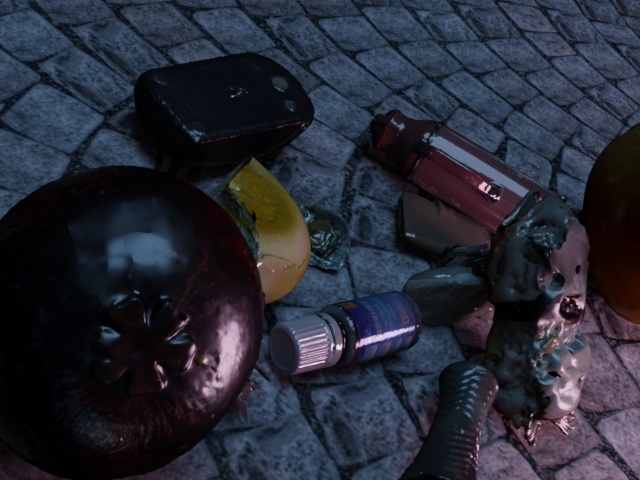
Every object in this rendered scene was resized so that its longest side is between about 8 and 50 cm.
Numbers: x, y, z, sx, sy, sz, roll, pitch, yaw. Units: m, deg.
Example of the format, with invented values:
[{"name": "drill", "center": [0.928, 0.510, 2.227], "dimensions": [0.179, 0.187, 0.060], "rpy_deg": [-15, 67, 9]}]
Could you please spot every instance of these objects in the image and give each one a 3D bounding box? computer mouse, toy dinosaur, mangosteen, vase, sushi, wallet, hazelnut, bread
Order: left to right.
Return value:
[{"name": "mangosteen", "center": [-0.210, 0.078, 1.038], "dimensions": [0.330, 0.330, 0.330], "rpy_deg": [17, 40, -15]}, {"name": "toy dinosaur", "center": [-0.121, 0.136, 1.229], "dimensions": [0.108, 0.032, 0.220], "rpy_deg": [6, 41, -25]}, {"name": "computer mouse", "center": [-0.143, -0.186, 1.522], "dimensions": [0.269, 0.100, 0.170], "rpy_deg": [-16, 57, -39]}, {"name": "bread", "center": [-0.097, 0.010, 1.302], "dimensions": [0.156, 0.158, 0.260], "rpy_deg": [44, 21, -8]}, {"name": "wallet", "center": [0.186, -0.012, 1.579], "dimensions": [0.153, 0.038, 0.118], "rpy_deg": [22, 40, -14]}, {"name": "vase", "center": [0.160, 0.242, 1.234], "dimensions": [0.116, 0.115, 0.237], "rpy_deg": [29, 36, 1]}, {"name": "sushi", "center": [0.290, 0.098, 1.368], "dimensions": [0.124, 0.331, 0.130], "rpy_deg": [0, 5, -38]}, {"name": "hazelnut", "center": [0.581, -0.029, 1.605], "dimensions": [0.372, 0.372, 0.315], "rpy_deg": [26, 1, -3]}]

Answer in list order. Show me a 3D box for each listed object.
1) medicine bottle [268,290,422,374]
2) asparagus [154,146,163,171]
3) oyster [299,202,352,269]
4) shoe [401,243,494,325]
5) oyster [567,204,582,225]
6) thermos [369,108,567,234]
[{"name": "medicine bottle", "center": [0.031, 0.119, 1.304], "dimensions": [0.203, 0.083, 0.083], "rpy_deg": [-11, 53, -37]}, {"name": "asparagus", "center": [-0.232, -0.118, 1.463], "dimensions": [0.016, 0.016, 0.162], "rpy_deg": [38, 30, -33]}, {"name": "oyster", "center": [-0.001, 0.000, 1.466], "dimensions": [0.098, 0.037, 0.100], "rpy_deg": [16, 57, 13]}, {"name": "shoe", "center": [0.205, 0.046, 1.470], "dimensions": [0.228, 0.099, 0.125], "rpy_deg": [5, 52, -35]}, {"name": "oyster", "center": [0.435, -0.025, 1.735], "dimensions": [0.148, 0.051, 0.103], "rpy_deg": [-20, 57, -41]}, {"name": "thermos", "center": [0.219, -0.101, 1.639], "dimensions": [0.330, 0.109, 0.136], "rpy_deg": [32, 36, 4]}]
